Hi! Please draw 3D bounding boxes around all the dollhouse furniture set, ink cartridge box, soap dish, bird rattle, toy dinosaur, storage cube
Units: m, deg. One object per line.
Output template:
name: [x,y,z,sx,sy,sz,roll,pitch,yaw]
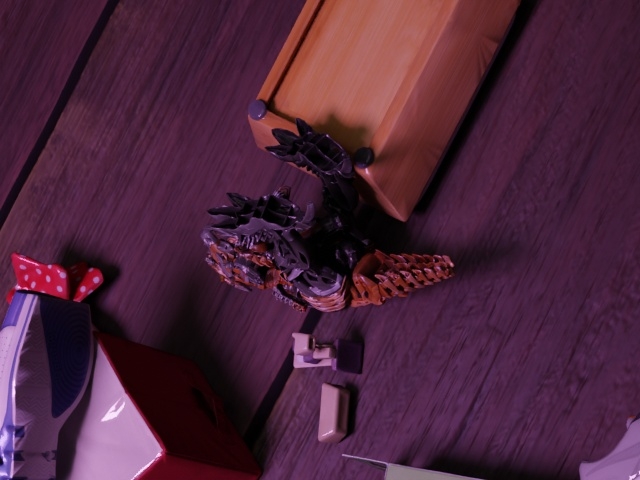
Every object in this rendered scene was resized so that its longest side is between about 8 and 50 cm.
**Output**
dollhouse furniture set: [-0.017,0.165,1.786,0.081,0.091,0.114,-6,75,45]
ink cartridge box: [0.129,0.270,1.644,0.209,0.109,0.062,5,78,31]
soap dish: [0.064,-0.198,1.813,0.229,0.118,0.290,29,92,33]
bird rattle: [-0.333,0.148,1.963,0.207,0.143,0.253,40,85,28]
toy dinosaur: [0.000,0.000,1.753,0.322,0.218,0.164,-8,41,22]
storage cube: [-0.220,0.238,1.810,0.215,0.193,0.183,-44,59,14]

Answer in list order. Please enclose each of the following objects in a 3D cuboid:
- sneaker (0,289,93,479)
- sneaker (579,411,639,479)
sneaker: [-0.364,0.202,1.714,0.182,0.127,0.315,5,80,29]
sneaker: [0.360,0.184,1.542,0.271,0.100,0.108,-39,55,16]
